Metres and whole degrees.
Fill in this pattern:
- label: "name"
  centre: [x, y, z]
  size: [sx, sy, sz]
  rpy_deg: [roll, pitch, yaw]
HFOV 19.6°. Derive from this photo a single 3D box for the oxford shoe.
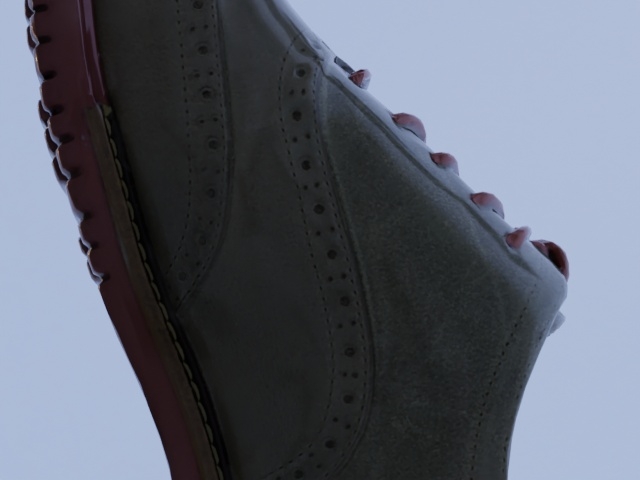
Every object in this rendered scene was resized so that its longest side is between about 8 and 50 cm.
- label: "oxford shoe"
  centre: [0.000, 0.000, 0.521]
  size: [0.130, 0.123, 0.348]
  rpy_deg: [-13, -95, 4]
